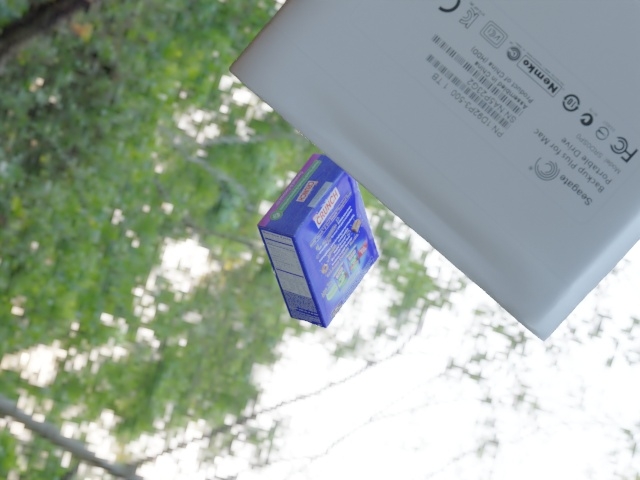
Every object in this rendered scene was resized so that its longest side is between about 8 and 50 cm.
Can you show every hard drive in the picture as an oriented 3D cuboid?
[{"bbox_3d":[0.133,-0.131,0.651,0.307,0.203,0.040,-49,-173,7],"label":"hard drive"}]

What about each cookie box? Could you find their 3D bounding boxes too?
[{"bbox_3d":[0.000,0.000,1.113,0.040,0.107,0.092,14,-130,31],"label":"cookie box"}]
